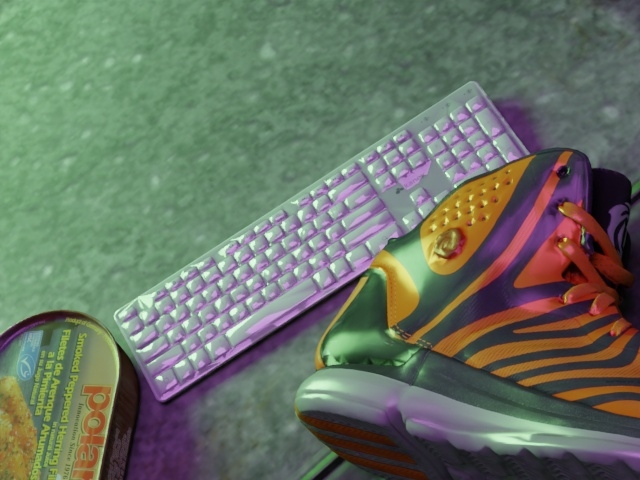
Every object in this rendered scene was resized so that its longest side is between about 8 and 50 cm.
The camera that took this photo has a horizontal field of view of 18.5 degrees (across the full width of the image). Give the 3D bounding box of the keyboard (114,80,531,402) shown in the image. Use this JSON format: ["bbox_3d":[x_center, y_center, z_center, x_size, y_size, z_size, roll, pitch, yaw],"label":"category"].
[{"bbox_3d":[0.000,0.000,1.142,0.256,0.014,0.072,-33,50,1],"label":"keyboard"}]

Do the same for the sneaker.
[{"bbox_3d":[0.146,0.046,0.969,0.321,0.124,0.180,13,65,32],"label":"sneaker"}]

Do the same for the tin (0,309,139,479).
[{"bbox_3d":[-0.161,0.129,1.116,0.106,0.040,0.190,-8,55,25],"label":"tin"}]
